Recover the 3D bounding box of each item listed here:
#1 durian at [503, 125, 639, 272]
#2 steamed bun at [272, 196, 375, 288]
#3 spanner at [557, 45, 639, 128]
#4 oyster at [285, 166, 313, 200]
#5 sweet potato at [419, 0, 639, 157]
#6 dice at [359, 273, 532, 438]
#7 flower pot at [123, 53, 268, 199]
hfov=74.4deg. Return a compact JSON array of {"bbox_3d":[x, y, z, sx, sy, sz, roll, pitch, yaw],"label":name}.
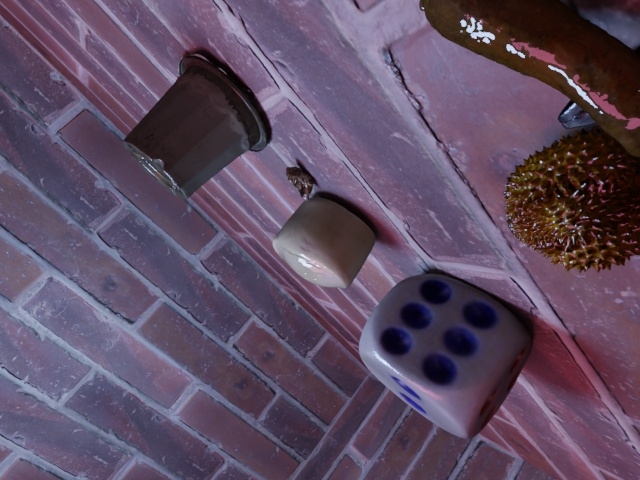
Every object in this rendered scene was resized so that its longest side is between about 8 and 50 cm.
[{"bbox_3d":[0.292,-0.039,0.480,0.158,0.137,0.168,61,154,2],"label":"durian"},{"bbox_3d":[0.000,0.000,1.078,0.250,0.200,0.154,23,155,38],"label":"steamed bun"},{"bbox_3d":[0.309,-0.155,0.299,0.096,0.040,0.325,43,162,-6],"label":"spanner"},{"bbox_3d":[-0.050,-0.145,1.052,0.038,0.080,0.083,-5,171,37],"label":"oyster"},{"bbox_3d":[0.196,-0.174,0.375,0.273,0.075,0.075,46,166,21],"label":"sweet potato"},{"bbox_3d":[0.295,0.272,1.020,0.304,0.277,0.304,32,160,35],"label":"dice"},{"bbox_3d":[-0.305,-0.248,1.004,0.291,0.259,0.290,36,164,12],"label":"flower pot"}]
